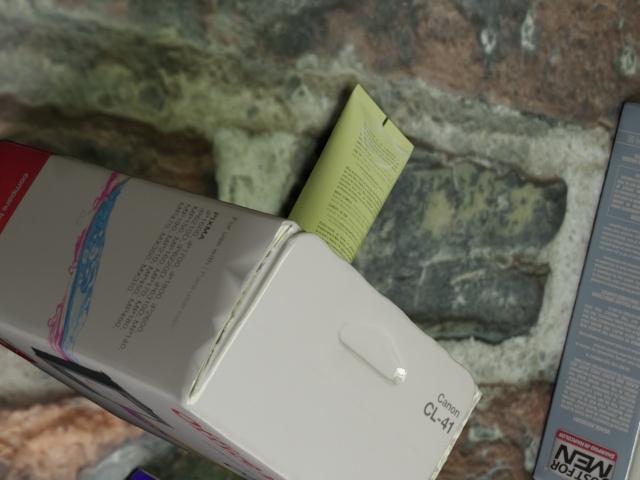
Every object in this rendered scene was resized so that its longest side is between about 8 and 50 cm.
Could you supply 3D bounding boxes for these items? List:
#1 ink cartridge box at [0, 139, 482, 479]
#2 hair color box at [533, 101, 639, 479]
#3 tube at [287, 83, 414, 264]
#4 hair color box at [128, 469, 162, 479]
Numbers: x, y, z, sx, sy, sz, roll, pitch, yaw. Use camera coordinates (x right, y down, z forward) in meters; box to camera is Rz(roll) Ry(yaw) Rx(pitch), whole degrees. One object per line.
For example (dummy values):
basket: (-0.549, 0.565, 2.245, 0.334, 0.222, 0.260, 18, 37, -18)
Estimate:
ink cartridge box: (-0.085, 0.061, 1.100, 0.226, 0.306, 0.131, 41, 75, -41)
hair color box: (0.344, 0.069, 1.623, 0.185, 0.113, 0.374, 7, 99, -43)
tube: (0.000, 0.000, 1.336, 0.240, 0.062, 0.070, -62, 177, -15)
hair color box: (-0.025, 0.308, 1.207, 0.110, 0.339, 0.185, -46, 128, -20)
